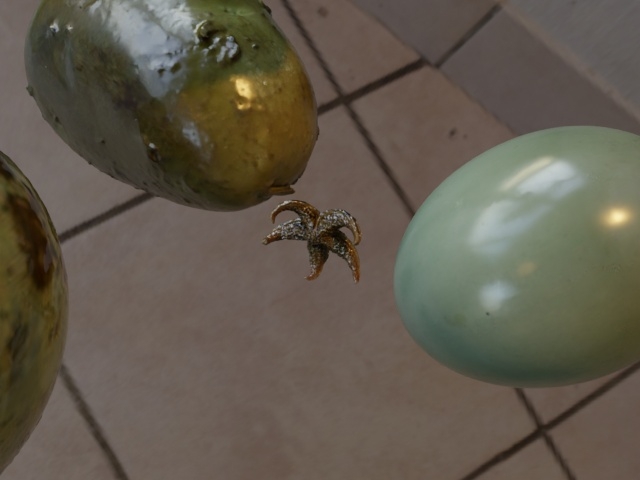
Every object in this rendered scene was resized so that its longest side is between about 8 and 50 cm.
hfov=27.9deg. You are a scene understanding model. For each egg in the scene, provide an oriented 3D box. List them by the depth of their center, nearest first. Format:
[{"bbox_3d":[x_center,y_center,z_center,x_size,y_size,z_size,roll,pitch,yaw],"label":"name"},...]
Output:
[{"bbox_3d":[-0.202,0.048,0.582,0.169,0.231,0.169,13,28,-7],"label":"egg"},{"bbox_3d":[0.136,0.011,0.760,0.192,0.149,0.149,-20,80,9],"label":"egg"}]

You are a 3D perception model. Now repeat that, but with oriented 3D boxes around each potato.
[{"bbox_3d":[-0.147,-0.174,1.332,0.219,0.359,0.270,-17,123,-41],"label":"potato"}]

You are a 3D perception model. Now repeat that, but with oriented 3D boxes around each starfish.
[{"bbox_3d":[0.000,0.000,1.038,0.091,0.078,0.028,41,41,-3],"label":"starfish"}]
